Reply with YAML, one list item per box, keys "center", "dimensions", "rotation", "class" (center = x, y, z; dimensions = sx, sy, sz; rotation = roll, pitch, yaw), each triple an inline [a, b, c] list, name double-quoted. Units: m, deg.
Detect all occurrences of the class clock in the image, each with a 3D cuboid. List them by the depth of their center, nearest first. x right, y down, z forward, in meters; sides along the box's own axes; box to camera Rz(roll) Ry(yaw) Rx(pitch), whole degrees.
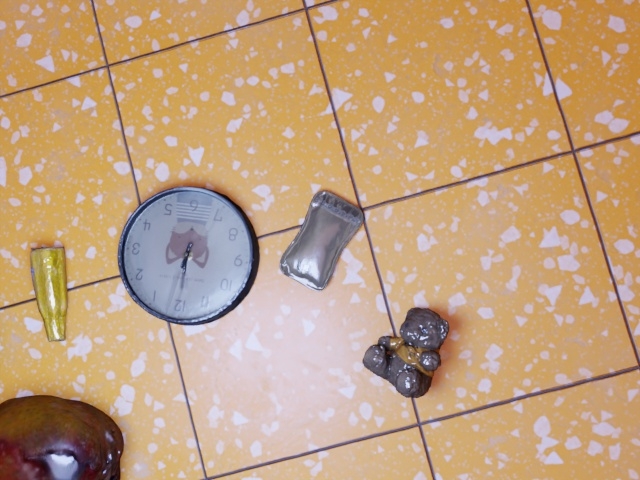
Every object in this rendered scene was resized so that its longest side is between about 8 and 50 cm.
- center: [-0.303, 0.032, 1.758]
  dimensions: [0.325, 0.067, 0.325]
  rotation: [0, 84, 4]
  class: "clock"

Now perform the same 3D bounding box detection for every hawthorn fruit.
- center: [-0.580, 0.466, 1.633]
  dimensions: [0.325, 0.308, 0.308]
  rotation: [43, 89, 18]
  class: "hawthorn fruit"

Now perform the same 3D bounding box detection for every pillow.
- center: [0.000, 0.000, 1.752]
  dimensions: [0.130, 0.033, 0.218]
  rotation: [30, 87, 6]
  class: "pillow"

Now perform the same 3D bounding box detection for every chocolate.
- center: [-0.618, 0.124, 1.770]
  dimensions: [0.085, 0.085, 0.219]
  rotation: [-9, 85, 4]
  class: "chocolate"

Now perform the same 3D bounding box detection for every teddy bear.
- center: [0.205, 0.238, 1.668]
  dimensions: [0.140, 0.177, 0.190]
  rotation: [27, 87, -38]
  class: "teddy bear"
